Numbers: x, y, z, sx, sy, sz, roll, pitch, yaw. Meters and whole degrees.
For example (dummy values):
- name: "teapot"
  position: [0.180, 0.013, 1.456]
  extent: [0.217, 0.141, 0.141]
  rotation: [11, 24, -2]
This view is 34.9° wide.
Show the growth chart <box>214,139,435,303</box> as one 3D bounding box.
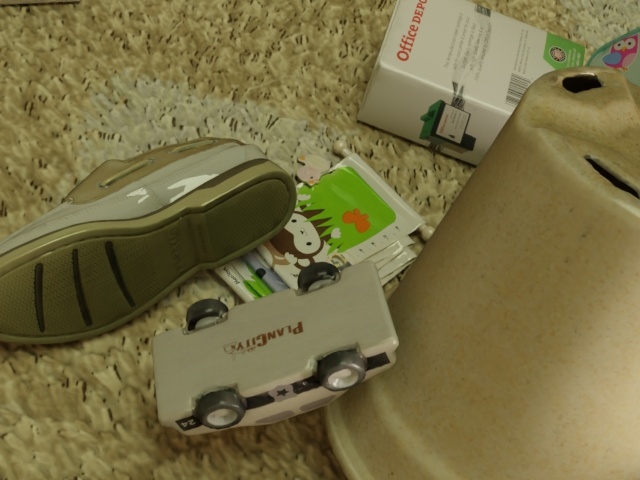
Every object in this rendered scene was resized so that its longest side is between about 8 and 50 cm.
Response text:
- name: "growth chart"
  position: [0.000, 0.000, 0.981]
  extent: [0.172, 0.021, 0.237]
  rotation: [39, 52, 14]

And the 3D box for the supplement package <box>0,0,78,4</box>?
- name: "supplement package"
  position: [-0.395, -0.353, 1.015]
  extent: [0.292, 0.177, 0.175]
  rotation: [-9, 58, -22]

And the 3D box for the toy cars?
- name: "toy cars"
  position: [-0.090, 0.169, 0.742]
  extent: [0.176, 0.087, 0.394]
  rotation: [25, 66, 36]

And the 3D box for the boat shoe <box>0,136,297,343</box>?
- name: "boat shoe"
  position: [-0.172, -0.007, 0.886]
  extent: [0.302, 0.113, 0.103]
  rotation: [-22, 43, -28]

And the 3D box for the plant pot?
- name: "plant pot"
  position: [0.203, 0.051, 0.777]
  extent: [0.333, 0.306, 0.334]
  rotation: [13, 37, -10]

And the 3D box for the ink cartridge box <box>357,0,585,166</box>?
- name: "ink cartridge box"
  position: [0.166, -0.173, 1.113]
  extent: [0.219, 0.093, 0.160]
  rotation: [21, 51, -2]

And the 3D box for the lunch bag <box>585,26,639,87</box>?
- name: "lunch bag"
  position: [0.395, -0.106, 1.045]
  extent: [0.107, 0.224, 0.279]
  rotation: [19, 54, -47]
